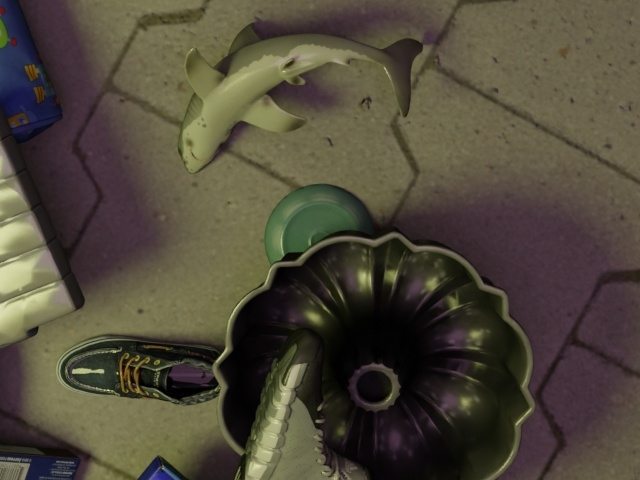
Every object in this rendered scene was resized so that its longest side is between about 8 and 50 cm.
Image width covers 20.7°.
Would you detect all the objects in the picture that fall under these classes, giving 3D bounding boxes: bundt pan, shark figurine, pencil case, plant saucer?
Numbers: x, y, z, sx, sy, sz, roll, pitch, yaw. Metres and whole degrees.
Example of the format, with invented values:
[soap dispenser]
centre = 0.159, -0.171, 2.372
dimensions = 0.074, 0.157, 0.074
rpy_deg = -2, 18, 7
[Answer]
[bundt pan]
centre = 0.055, 0.133, 1.827
dimensions = 0.331, 0.124, 0.331
rpy_deg = 0, 106, 0
[shark figurine]
centre = -0.039, -0.188, 1.810
dimensions = 0.278, 0.116, 0.166
rpy_deg = -19, 132, 7
[pencil case]
centre = -0.370, -0.236, 1.764
dimensions = 0.133, 0.119, 0.306
rpy_deg = -27, 99, -30
[plant saucer]
centre = 0.000, 0.000, 1.871
dimensions = 0.119, 0.021, 0.119
rpy_deg = -1, 98, -4

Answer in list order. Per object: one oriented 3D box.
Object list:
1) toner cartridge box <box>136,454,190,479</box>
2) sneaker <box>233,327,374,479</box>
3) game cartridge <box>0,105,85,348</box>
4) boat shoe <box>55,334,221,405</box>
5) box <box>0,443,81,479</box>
[toner cartridge box]
centre = -0.214, 0.408, 1.794
dimensions = 0.165, 0.075, 0.348
rpy_deg = 41, 86, -8
[sneaker]
centre = -0.001, 0.196, 1.748
dimensions = 0.132, 0.086, 0.229
rpy_deg = 16, 116, -8
[game cartridge]
centre = -0.435, 0.032, 1.735
dimensions = 0.355, 0.068, 0.230
rpy_deg = -21, 103, 8
[boat shoe]
centre = -0.189, 0.138, 1.845
dimensions = 0.183, 0.083, 0.065
rpy_deg = -1, 98, -4
[box]
centre = -0.346, 0.324, 1.844
dimensions = 0.136, 0.036, 0.225
rpy_deg = 14, 97, -49
